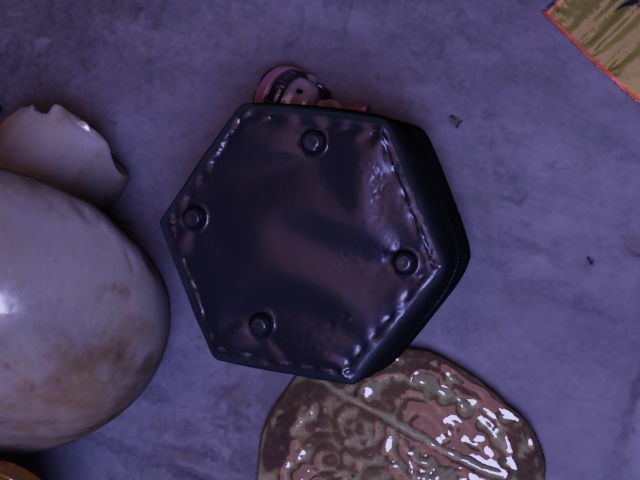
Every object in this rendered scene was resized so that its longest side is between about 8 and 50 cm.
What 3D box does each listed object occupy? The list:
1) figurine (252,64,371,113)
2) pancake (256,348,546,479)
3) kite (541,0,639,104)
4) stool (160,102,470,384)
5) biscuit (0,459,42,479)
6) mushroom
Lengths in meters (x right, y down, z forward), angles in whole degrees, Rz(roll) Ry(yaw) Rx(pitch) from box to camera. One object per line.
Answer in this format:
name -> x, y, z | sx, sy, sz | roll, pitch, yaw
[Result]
figurine -> -0.004, -0.104, 0.974 | 0.129, 0.054, 0.072 | 27, 106, 7
pancake -> 0.059, 0.211, 0.933 | 0.250, 0.031, 0.250 | -1, 83, 13
kite -> 0.376, -0.176, 0.909 | 0.377, 0.013, 0.327 | -4, 85, 12
stool -> 0.000, 0.000, 0.881 | 0.232, 0.141, 0.232 | 1, 94, 16
biscuit -> -0.336, 0.257, 0.923 | 0.262, 0.052, 0.277 | 18, 133, 7
mushroom -> -0.271, 0.024, 0.923 | 0.297, 0.297, 0.290 | -6, 56, 13
